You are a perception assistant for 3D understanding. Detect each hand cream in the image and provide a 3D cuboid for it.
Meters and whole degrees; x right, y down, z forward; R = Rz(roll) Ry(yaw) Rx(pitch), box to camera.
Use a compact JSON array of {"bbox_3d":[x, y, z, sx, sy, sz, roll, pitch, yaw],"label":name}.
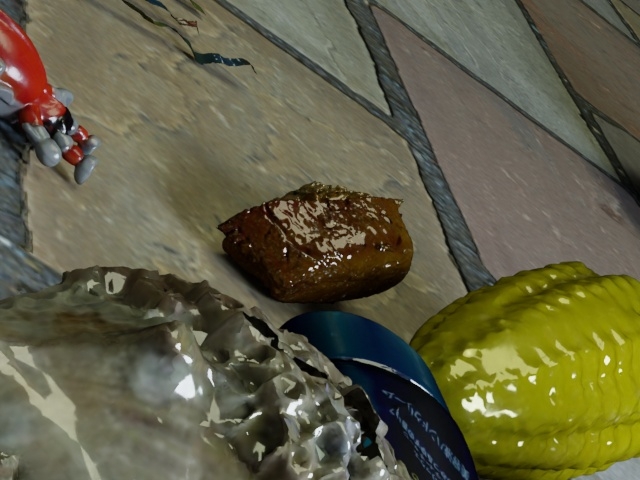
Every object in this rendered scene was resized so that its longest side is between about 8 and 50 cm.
[{"bbox_3d":[0.032,0.120,0.677,0.120,0.061,0.270,42,15,-25],"label":"hand cream"}]

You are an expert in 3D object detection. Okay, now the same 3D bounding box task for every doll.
[{"bbox_3d":[-0.136,-0.072,0.827,0.114,0.039,0.057,48,46,-23],"label":"doll"}]

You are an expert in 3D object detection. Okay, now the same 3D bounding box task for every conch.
[{"bbox_3d":[-0.049,0.094,0.506,0.245,0.163,0.178,-110,-173,-84],"label":"conch"}]

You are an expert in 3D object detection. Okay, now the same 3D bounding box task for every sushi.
[{"bbox_3d":[0.003,-0.002,0.914,0.118,0.061,0.060,11,46,-56],"label":"sushi"}]

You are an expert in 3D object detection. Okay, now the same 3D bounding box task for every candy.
[{"bbox_3d":[0.095,0.065,0.903,0.106,0.094,0.199,53,26,18],"label":"candy"}]

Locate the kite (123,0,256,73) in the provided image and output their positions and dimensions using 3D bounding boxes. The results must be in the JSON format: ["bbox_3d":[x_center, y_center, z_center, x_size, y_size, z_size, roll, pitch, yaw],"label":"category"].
[{"bbox_3d":[-0.170,-0.186,1.070,0.310,0.015,0.169,26,22,-38],"label":"kite"}]
